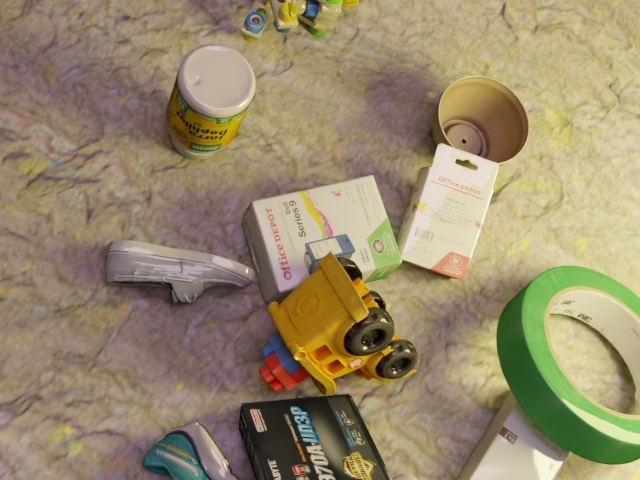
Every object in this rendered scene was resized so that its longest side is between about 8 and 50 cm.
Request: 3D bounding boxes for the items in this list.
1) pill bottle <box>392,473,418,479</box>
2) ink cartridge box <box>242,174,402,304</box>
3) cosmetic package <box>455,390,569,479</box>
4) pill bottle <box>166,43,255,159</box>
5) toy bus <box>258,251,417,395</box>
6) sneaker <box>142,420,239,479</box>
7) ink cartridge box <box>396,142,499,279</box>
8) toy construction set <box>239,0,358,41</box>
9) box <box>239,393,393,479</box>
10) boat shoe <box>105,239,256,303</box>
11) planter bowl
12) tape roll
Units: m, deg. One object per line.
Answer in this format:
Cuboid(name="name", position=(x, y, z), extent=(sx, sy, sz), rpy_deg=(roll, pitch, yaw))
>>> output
Cuboid(name="pill bottle", position=(0.058, 0.442, 1.621), extent=(0.229, 0.131, 0.131), rpy_deg=(-25, 79, -22))
Cuboid(name="ink cartridge box", position=(0.000, 0.000, 1.783), extent=(0.212, 0.093, 0.154), rpy_deg=(-13, 76, -17))
Cuboid(name="cosmetic package", position=(0.303, 0.341, 1.752), extent=(0.117, 0.085, 0.231), rpy_deg=(36, 65, -1))
Cuboid(name="pill bottle", position=(-0.175, -0.204, 1.741), extent=(0.118, 0.208, 0.117), rpy_deg=(5, 70, -14))
Cuboid(name="toy bus", position=(0.014, 0.159, 1.696), extent=(0.211, 0.220, 0.149), rpy_deg=(-37, 47, 3))
Cuboid(name="sneaker", position=(-0.150, 0.390, 1.602), extent=(0.110, 0.107, 0.275), rpy_deg=(-32, 68, -17))
Cuboid(name="ink cartridge box", position=(0.204, -0.047, 1.836), extent=(0.115, 0.067, 0.198), rpy_deg=(19, 88, -9))
Cuboid(name="toy construction set", position=(-0.033, -0.491, 1.925), extent=(0.215, 0.151, 0.327), rpy_deg=(1, 82, -15))
Cuboid(name="box", position=(-0.009, 0.311, 1.624), extent=(0.175, 0.051, 0.220), rpy_deg=(-3, 31, -16))
Cuboid(name="boat shoe", position=(-0.215, 0.057, 1.717), extent=(0.228, 0.079, 0.081), rpy_deg=(10, 78, -7))
Cuboid(name="planter bowl", position=(0.257, -0.182, 1.908), extent=(0.162, 0.109, 0.162), rpy_deg=(5, 70, -13))
Cuboid(name="tape roll", position=(0.432, 0.192, 1.785), extent=(0.321, 0.077, 0.321), rpy_deg=(18, 48, -21))
